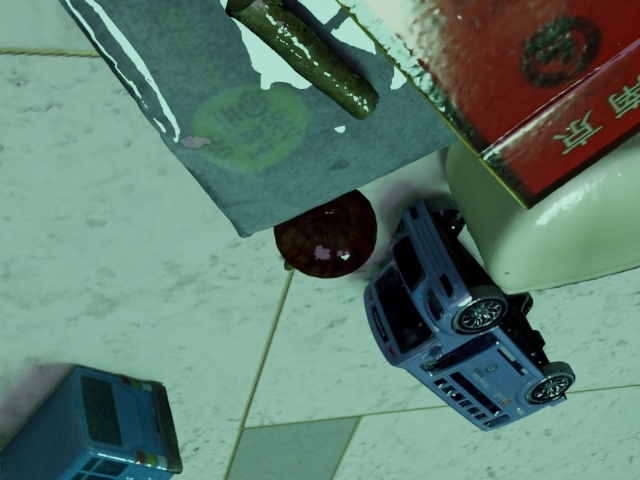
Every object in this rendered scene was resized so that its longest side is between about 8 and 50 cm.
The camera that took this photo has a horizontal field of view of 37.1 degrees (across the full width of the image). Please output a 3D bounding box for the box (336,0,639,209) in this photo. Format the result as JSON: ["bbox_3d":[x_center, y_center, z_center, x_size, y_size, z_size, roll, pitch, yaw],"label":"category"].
[{"bbox_3d":[0.117,-0.133,0.543,0.153,0.074,0.240,-39,136,13],"label":"box"}]

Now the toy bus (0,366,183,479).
[{"bbox_3d":[-0.256,0.242,0.954,0.134,0.116,0.234,23,121,-39],"label":"toy bus"}]

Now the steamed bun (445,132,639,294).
[{"bbox_3d":[0.236,-0.068,0.797,0.242,0.146,0.164,-14,142,-8],"label":"steamed bun"}]

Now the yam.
[{"bbox_3d":[-0.001,-0.107,0.555,0.033,0.027,0.129,-38,136,20],"label":"yam"}]

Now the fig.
[{"bbox_3d":[0.000,0.000,0.835,0.089,0.088,0.125,-10,164,-13],"label":"fig"}]

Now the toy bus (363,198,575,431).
[{"bbox_3d":[0.139,0.085,0.942,0.133,0.125,0.292,-32,140,14],"label":"toy bus"}]

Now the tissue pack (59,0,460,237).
[{"bbox_3d":[0.056,-0.191,0.602,0.394,0.124,0.288,-26,140,5],"label":"tissue pack"}]
